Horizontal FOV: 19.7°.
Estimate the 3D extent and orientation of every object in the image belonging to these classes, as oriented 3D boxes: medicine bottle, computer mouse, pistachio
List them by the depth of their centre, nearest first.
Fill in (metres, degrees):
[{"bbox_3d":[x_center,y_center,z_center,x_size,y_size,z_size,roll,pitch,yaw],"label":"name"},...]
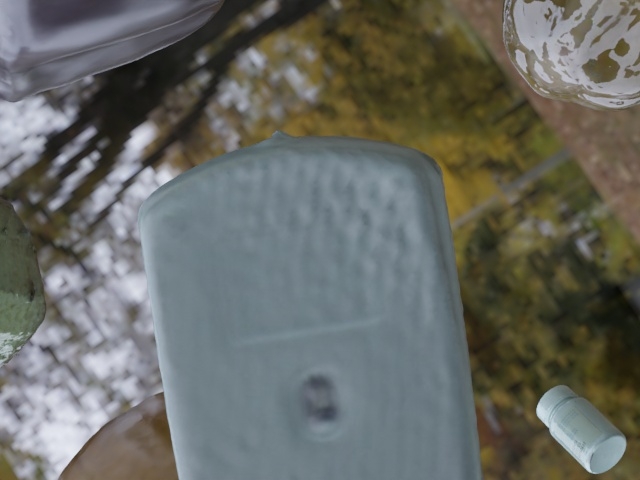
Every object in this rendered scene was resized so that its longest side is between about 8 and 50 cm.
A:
[{"bbox_3d":[0.001,0.070,0.736,0.079,0.128,0.231,-123,27,-85],"label":"computer mouse"},{"bbox_3d":[0.172,-0.150,0.994,0.108,0.185,0.126,40,-154,10],"label":"pistachio"},{"bbox_3d":[0.239,0.172,1.688,0.083,0.047,0.047,45,-178,44],"label":"medicine bottle"}]

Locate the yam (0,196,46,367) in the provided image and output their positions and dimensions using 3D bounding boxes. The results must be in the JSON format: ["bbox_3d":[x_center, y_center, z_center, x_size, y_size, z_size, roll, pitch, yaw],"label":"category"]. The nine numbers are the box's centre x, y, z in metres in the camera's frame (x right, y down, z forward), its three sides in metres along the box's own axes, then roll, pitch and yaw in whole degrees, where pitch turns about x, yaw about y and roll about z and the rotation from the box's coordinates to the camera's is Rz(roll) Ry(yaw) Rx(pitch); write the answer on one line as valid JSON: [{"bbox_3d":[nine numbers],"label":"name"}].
[{"bbox_3d":[-0.365,0.001,1.475,0.271,0.201,0.202,39,-156,28],"label":"yam"}]

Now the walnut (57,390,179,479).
[{"bbox_3d":[-0.005,0.171,0.878,0.298,0.203,0.203,21,166,40],"label":"walnut"}]

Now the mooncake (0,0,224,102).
[{"bbox_3d":[-0.136,-0.226,0.920,0.306,0.154,0.306,163,90,-75],"label":"mooncake"}]
